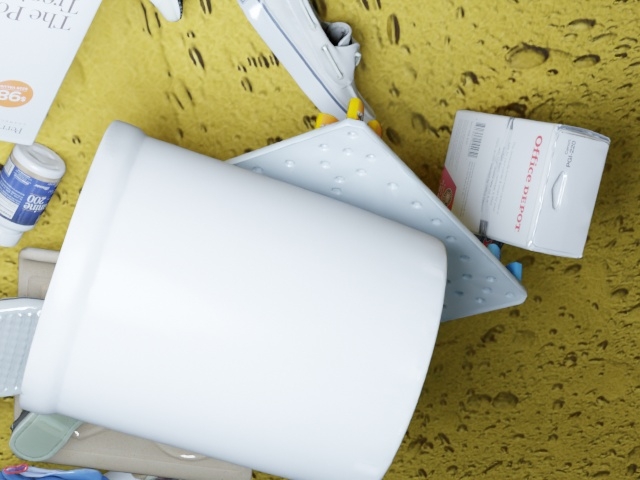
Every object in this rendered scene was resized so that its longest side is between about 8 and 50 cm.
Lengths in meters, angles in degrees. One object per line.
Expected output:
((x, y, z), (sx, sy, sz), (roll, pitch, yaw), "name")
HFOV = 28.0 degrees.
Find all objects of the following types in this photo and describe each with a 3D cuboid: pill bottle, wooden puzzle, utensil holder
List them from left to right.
((-0.358, -0.053, 1.531), (0.067, 0.067, 0.120), (19, 116, -32), "pill bottle")
((-0.233, 0.162, 1.677), (0.322, 0.080, 0.348), (8, 120, -1), "wooden puzzle")
((-0.091, 0.081, 1.405), (0.385, 0.327, 0.327), (17, 119, -5), "utensil holder")

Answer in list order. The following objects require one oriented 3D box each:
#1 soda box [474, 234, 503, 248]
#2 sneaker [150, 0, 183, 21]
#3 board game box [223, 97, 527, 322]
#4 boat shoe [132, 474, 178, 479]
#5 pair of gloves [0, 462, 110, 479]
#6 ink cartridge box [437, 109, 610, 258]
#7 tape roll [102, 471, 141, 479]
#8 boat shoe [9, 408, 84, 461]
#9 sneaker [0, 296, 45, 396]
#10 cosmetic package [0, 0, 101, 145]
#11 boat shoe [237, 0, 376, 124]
((0.219, 0.001, 1.819), (0.060, 0.053, 0.169), (13, 118, -29), "soda box")
((-0.207, -0.309, 1.423), (0.075, 0.057, 0.161), (-15, 132, 10), "sneaker")
((0.000, 0.000, 1.606), (0.390, 0.050, 0.390), (-16, 139, 34), "board game box")
((-0.159, 0.237, 1.814), (0.092, 0.103, 0.285), (25, 113, -44), "boat shoe")
((-0.387, 0.328, 1.770), (0.198, 0.023, 0.159), (-17, 152, 39), "pair of gloves")
((0.253, -0.076, 1.643), (0.092, 0.218, 0.158), (10, 95, -29), "ink cartridge box")
((-0.258, 0.464, 1.936), (0.286, 0.100, 0.286), (-11, 127, -14), "tape roll")
((-0.305, 0.189, 1.609), (0.228, 0.069, 0.081), (-38, 118, 22), "boat shoe")
((-0.449, 0.135, 1.587), (0.321, 0.127, 0.126), (-18, 112, -1), "sneaker")
((-0.431, -0.244, 1.286), (0.377, 0.097, 0.284), (9, 144, -27), "cosmetic package")
((0.005, -0.226, 1.543), (0.088, 0.096, 0.267), (-35, 122, 11), "boat shoe")
